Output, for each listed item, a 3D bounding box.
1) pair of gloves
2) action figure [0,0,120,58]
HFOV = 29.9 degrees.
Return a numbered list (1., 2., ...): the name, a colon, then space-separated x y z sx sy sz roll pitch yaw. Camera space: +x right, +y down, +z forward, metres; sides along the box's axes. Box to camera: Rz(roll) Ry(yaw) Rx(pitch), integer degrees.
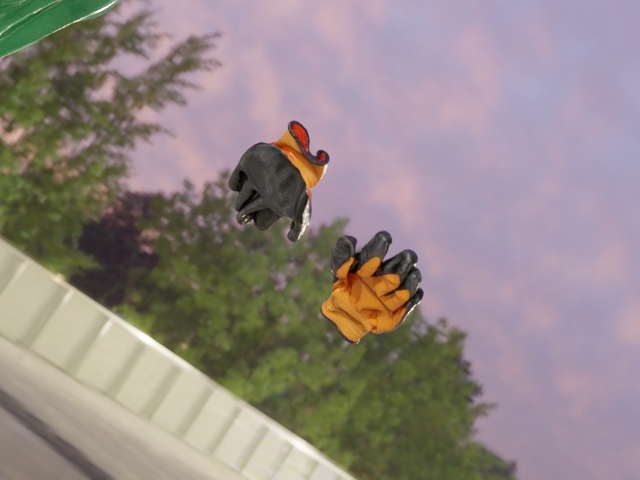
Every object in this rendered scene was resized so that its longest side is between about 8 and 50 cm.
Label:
1. pair of gloves: 0.000 0.000 0.430 0.083 0.010 0.074 49 -28 2
2. action figure: -0.155 -0.131 0.555 0.063 0.232 0.137 54 -14 26
